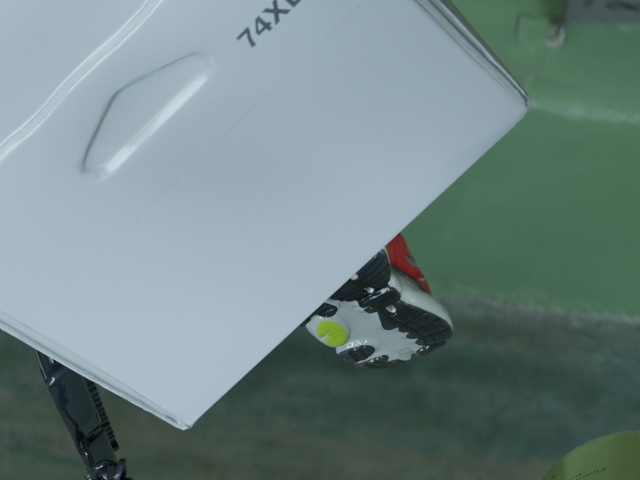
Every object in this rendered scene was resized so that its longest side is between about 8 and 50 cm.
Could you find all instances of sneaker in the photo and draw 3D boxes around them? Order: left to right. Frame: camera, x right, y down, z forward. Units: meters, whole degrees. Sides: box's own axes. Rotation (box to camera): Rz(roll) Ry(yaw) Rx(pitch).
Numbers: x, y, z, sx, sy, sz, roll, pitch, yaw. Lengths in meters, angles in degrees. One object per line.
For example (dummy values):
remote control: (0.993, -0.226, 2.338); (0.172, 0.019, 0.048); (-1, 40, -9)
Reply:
sneaker: (0.000, 0.000, 1.202); (0.107, 0.279, 0.118); (-26, 55, 10)

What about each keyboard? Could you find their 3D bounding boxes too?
keyboard: (-0.161, 0.117, 1.139); (0.033, 0.317, 0.201); (-21, 72, -8)

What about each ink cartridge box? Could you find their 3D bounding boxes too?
ink cartridge box: (-0.089, -0.106, 0.682); (0.198, 0.197, 0.270); (-43, 40, 12)

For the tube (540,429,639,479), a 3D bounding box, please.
tube: (0.051, 0.086, 0.284); (0.062, 0.240, 0.070); (-20, 93, 14)
